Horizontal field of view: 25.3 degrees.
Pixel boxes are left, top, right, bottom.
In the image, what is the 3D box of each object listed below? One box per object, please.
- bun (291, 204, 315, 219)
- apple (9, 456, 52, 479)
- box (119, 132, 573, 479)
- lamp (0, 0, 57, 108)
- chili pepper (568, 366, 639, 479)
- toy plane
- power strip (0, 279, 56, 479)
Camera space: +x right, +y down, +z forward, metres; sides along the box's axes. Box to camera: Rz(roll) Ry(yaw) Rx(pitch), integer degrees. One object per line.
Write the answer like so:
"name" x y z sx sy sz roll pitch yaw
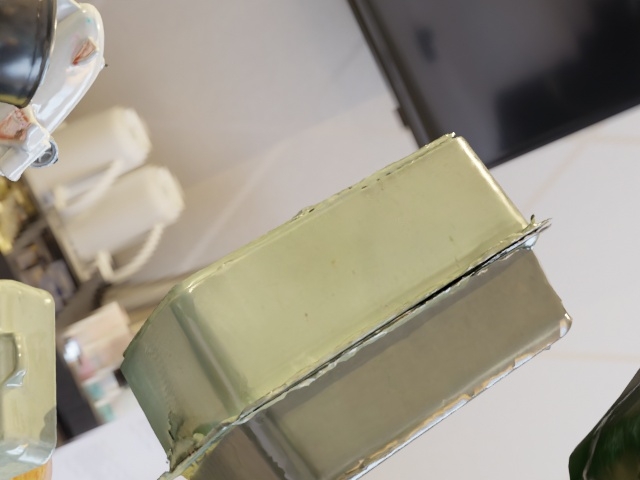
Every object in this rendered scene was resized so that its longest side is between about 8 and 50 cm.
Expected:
"bun" 0.000 0.000 1.285 0.083 0.083 0.045 -96 174 -49
"apple" -0.430 0.249 1.473 0.250 0.309 0.277 41 14 -5
"box" 0.016 0.070 0.981 0.166 0.290 0.220 56 -27 7
"lamp" -0.366 -0.206 1.276 0.227 0.172 0.147 5 67 -30
"chili pepper" 0.188 0.057 0.362 0.233 0.248 0.256 49 -20 1
"toy plane" -0.339 -0.174 1.629 0.118 0.252 0.252 33 32 -35
"power strip" -0.267 0.119 0.924 0.046 0.270 0.118 21 52 -48
